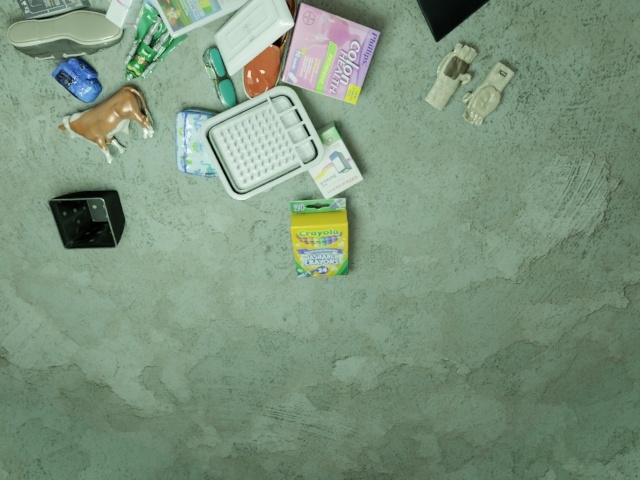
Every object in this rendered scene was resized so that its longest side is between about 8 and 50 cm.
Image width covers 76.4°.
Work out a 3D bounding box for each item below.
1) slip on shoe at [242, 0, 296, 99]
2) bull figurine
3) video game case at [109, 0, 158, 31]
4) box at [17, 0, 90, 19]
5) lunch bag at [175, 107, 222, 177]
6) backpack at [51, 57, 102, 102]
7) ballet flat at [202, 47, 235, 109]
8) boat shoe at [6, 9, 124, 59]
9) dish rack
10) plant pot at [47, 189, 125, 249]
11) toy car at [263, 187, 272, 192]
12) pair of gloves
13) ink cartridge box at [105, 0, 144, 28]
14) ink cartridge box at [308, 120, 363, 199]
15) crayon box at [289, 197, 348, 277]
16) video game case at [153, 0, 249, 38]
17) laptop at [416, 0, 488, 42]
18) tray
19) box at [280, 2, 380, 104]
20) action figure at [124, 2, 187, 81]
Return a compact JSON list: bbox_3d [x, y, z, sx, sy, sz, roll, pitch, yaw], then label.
[{"bbox_3d":[-0.162,-0.584,1.238,0.122,0.101,0.332,19,116,-12],"label":"slip on shoe"},{"bbox_3d":[-0.697,-0.375,1.340,0.310,0.101,0.189,-24,120,15],"label":"bull figurine"},{"bbox_3d":[-0.514,-0.791,1.171,0.285,0.025,0.204,-39,111,18],"label":"video game case"},{"bbox_3d":[-0.802,-0.776,1.157,0.182,0.056,0.231,-12,117,5],"label":"box"},{"bbox_3d":[-0.402,-0.327,1.374,0.175,0.090,0.219,10,115,-3],"label":"lunch bag"},{"bbox_3d":[-0.752,-0.500,1.276,0.101,0.098,0.120,-38,111,13],"label":"backpack"},{"bbox_3d":[-0.325,-0.512,1.299,0.070,0.070,0.189,-12,113,5],"label":"ballet flat"},{"bbox_3d":[-0.754,-0.614,1.234,0.334,0.095,0.112,-5,81,-2],"label":"boat shoe"},{"bbox_3d":[-0.182,-0.303,1.290,0.332,0.072,0.286,-27,86,-5],"label":"dish rack"},{"bbox_3d":[-0.805,-0.089,1.446,0.187,0.167,0.188,-2,117,0],"label":"plant pot"},{"bbox_3d":[-0.205,-0.248,1.388,0.159,0.136,0.182,41,110,-19],"label":"toy car"},{"bbox_3d":[0.478,-0.502,1.320,0.239,0.042,0.204,19,112,-12],"label":"pair of gloves"},{"bbox_3d":[-0.552,-0.678,1.163,0.052,0.089,0.122,30,113,-15],"label":"ink cartridge box"},{"bbox_3d":[0.032,-0.273,1.403,0.154,0.093,0.213,-27,116,12],"label":"ink cartridge box"},{"bbox_3d":[0.000,0.000,1.499,0.202,0.083,0.323,-4,133,1],"label":"crayon box"},{"bbox_3d":[-0.364,-0.793,1.133,0.299,0.036,0.329,-26,116,-2],"label":"video game case"},{"bbox_3d":[0.364,-0.885,1.137,0.381,0.236,0.408,-36,83,16],"label":"laptop"},{"bbox_3d":[-0.208,-0.616,1.183,0.270,0.030,0.145,-23,91,32],"label":"tray"},{"bbox_3d":[0.022,-0.560,1.230,0.242,0.117,0.214,13,116,-14],"label":"box"},{"bbox_3d":[-0.536,-0.582,1.255,0.137,0.064,0.232,34,117,-31],"label":"action figure"}]
